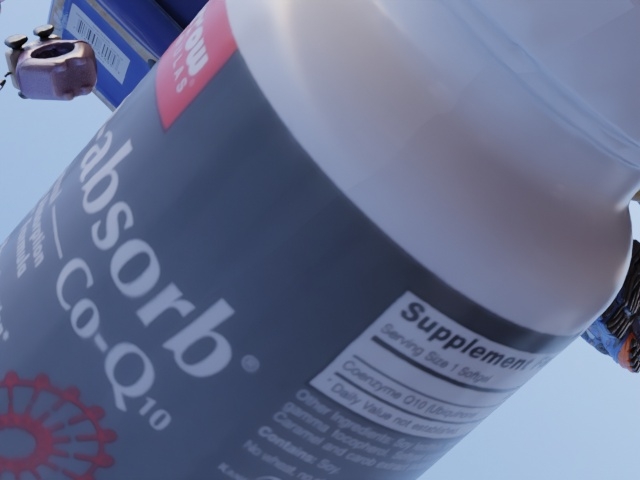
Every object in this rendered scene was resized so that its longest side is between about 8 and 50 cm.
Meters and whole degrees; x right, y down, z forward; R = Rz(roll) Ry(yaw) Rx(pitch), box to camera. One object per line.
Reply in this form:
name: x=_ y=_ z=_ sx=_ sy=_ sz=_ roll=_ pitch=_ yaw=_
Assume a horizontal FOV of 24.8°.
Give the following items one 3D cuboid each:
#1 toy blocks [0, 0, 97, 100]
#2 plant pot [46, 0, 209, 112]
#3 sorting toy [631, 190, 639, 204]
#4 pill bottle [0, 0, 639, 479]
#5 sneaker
toy blocks: x=-0.314 y=-0.208 z=1.254 sx=0.288 sy=0.260 sz=0.309 roll=-27 pitch=-57 yaw=-28
plant pot: x=-0.171 y=-0.262 z=1.634 sx=0.236 sy=0.236 sz=0.212 roll=45 pitch=-118 yaw=5
sorting toy: x=0.205 y=0.092 z=0.749 sx=0.126 sy=0.127 sz=0.365 roll=2 pitch=-91 yaw=-21
pill bottle: x=0.000 y=0.000 z=0.633 sx=0.210 sy=0.363 sz=0.210 roll=36 pitch=-155 yaw=-19
sneaker: x=0.258 y=0.054 z=1.366 sx=0.083 sy=0.087 sz=0.221 roll=-56 pitch=-33 yaw=-19
